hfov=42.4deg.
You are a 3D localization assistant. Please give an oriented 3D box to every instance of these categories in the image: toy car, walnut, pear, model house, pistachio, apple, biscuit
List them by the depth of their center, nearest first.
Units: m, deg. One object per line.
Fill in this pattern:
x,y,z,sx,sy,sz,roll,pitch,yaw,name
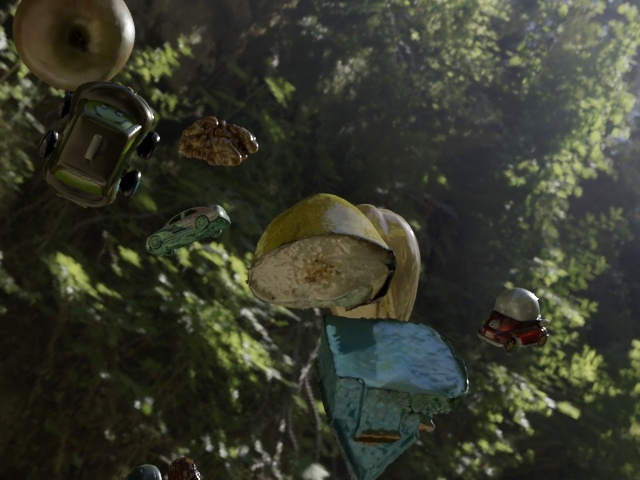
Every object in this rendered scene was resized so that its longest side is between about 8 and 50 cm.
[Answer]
0.103,0.289,1.398,0.226,0.241,0.261,9,19,-9,model house
-0.003,0.000,1.456,0.267,0.178,0.267,-4,-31,-2,pear
-0.419,-0.182,1.558,0.204,0.248,0.198,26,-1,-14,toy car
0.375,0.148,1.604,0.112,0.139,0.112,25,-63,46,toy car
-0.221,-0.218,1.769,0.170,0.143,0.069,19,-48,26,walnut
0.106,0.073,1.789,0.238,0.229,0.321,-108,-169,-65,pistachio
-0.540,-0.460,1.802,0.257,0.257,0.234,55,-3,-36,apple
-0.304,0.587,1.881,0.049,0.192,0.192,-4,-13,-25,biscuit
-0.345,-0.029,2.115,0.090,0.224,0.076,40,29,-69,toy car

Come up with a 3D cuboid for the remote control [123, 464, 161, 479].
-0.182,0.334,0.824,0.042,0.222,0.072,18,-46,-28,remote control
